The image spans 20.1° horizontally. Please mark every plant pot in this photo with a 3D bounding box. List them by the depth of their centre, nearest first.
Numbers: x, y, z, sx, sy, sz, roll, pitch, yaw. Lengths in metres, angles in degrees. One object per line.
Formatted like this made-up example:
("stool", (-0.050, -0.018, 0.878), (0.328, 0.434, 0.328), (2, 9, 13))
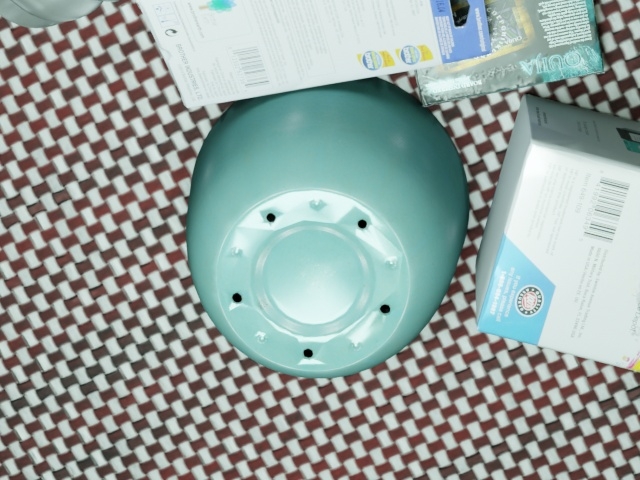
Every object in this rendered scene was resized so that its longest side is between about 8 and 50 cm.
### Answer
("plant pot", (0.000, 0.000, 1.763), (0.293, 0.235, 0.293), (1, 108, 4))

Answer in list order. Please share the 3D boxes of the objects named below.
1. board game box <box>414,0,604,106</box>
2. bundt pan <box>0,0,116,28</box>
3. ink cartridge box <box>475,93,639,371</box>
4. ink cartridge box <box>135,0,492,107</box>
("board game box", (0.179, -0.210, 1.788), (0.186, 0.026, 0.126), (-10, 108, 7))
("bundt pan", (-0.199, -0.319, 1.639), (0.331, 0.331, 0.124), (-34, 119, 14))
("ink cartridge box", (0.305, 0.001, 1.759), (0.270, 0.197, 0.198), (15, 108, -1))
("ink cartridge box", (-0.001, -0.219, 1.698), (0.311, 0.065, 0.186), (-7, 150, 8))
